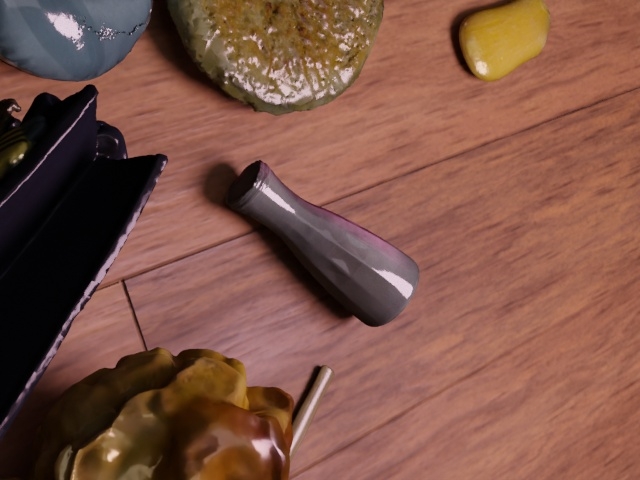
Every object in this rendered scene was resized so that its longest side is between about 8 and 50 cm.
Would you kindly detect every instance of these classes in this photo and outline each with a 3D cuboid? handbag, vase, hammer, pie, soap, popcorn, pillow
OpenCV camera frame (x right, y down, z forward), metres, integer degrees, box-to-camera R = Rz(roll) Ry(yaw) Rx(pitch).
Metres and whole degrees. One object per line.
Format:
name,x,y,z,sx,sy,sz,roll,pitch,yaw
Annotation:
handbag,-0.282,0.038,0.761,0.122,0.303,0.329,46,57,-27
vase,0.000,0.000,1.142,0.214,0.086,0.086,37,62,-24
hammer,-0.036,0.209,1.118,0.062,0.013,0.199,43,59,-26
pie,-0.047,-0.261,1.151,0.277,0.078,0.277,3,85,-35
soap,0.234,-0.255,1.395,0.168,0.033,0.089,-25,101,-38
popcorn,-0.151,0.240,0.904,0.332,0.225,0.265,-29,90,-16
pillow,-0.238,-0.257,0.982,0.214,0.086,0.233,-34,107,-47
